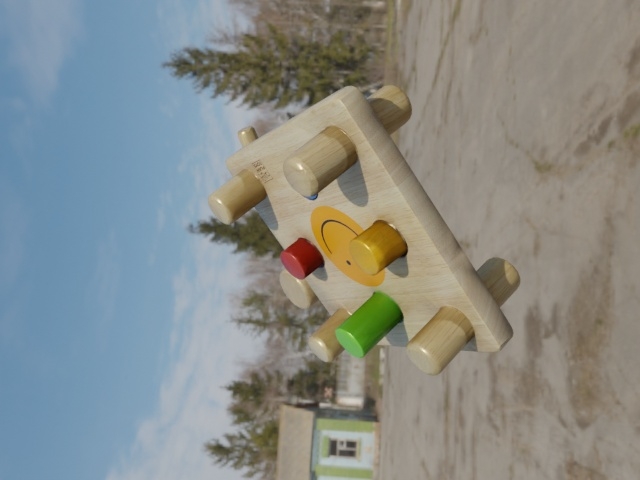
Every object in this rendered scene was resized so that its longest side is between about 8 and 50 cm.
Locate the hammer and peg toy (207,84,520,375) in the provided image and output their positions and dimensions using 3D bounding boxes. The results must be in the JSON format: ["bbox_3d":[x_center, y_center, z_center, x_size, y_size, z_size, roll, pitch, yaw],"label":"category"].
[{"bbox_3d":[0.000,0.000,0.687,0.266,0.127,0.361,56,154,-13],"label":"hammer and peg toy"}]
